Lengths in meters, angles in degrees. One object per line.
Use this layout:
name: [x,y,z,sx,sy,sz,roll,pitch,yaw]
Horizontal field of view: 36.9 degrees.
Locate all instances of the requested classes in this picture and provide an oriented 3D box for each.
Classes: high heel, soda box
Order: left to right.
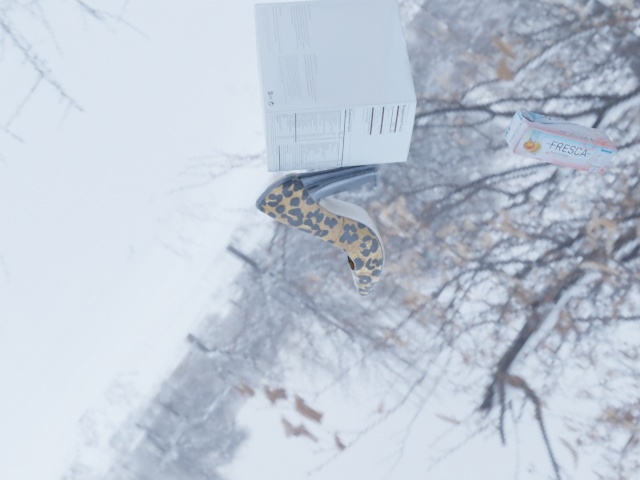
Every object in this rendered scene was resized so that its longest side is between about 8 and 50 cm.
high heel: [0.000,0.000,1.472,0.093,0.186,0.261,-117,-163,-51]
soda box: [0.412,-0.168,1.646,0.063,0.183,0.058,-104,-148,-49]

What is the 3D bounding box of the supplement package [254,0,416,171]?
supplement package: [0.016,-0.220,1.356,0.149,0.203,0.194,92,-8,-61]
